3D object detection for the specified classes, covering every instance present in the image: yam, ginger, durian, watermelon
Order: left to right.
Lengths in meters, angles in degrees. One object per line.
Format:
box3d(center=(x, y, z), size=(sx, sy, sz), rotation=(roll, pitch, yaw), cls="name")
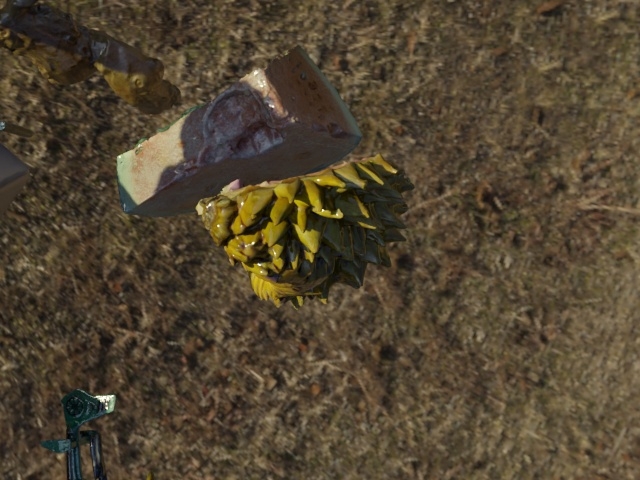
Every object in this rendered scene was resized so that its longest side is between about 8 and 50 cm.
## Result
box3d(center=(-0.598, -0.218, 1.687), size=(0.021, 0.116, 0.021), rotation=(0, 89, 10), cls="yam")
box3d(center=(-0.295, -0.228, 1.120), size=(0.122, 0.084, 0.290), rotation=(-41, 141, 26), cls="ginger")
box3d(center=(-0.112, -0.143, 1.068), size=(0.318, 0.226, 0.148), rotation=(-19, 82, -11), cls="watermelon")
box3d(center=(0.000, -0.001, 0.763), size=(0.191, 0.341, 0.112), rotation=(-11, 84, -4), cls="durian")

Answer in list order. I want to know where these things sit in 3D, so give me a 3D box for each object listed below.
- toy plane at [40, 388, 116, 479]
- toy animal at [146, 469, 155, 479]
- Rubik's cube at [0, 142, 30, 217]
box3d(center=(-0.397, 0.434, 1.396), size=(0.106, 0.155, 0.382), rotation=(17, 70, -76), cls="toy plane")
box3d(center=(-0.190, 0.328, 0.943), size=(0.219, 0.155, 0.095), rotation=(-6, 109, -7), cls="toy animal")
box3d(center=(-0.586, -0.021, 0.879), size=(0.347, 0.344, 0.347), rotation=(39, 112, -3), cls="Rubik's cube")
